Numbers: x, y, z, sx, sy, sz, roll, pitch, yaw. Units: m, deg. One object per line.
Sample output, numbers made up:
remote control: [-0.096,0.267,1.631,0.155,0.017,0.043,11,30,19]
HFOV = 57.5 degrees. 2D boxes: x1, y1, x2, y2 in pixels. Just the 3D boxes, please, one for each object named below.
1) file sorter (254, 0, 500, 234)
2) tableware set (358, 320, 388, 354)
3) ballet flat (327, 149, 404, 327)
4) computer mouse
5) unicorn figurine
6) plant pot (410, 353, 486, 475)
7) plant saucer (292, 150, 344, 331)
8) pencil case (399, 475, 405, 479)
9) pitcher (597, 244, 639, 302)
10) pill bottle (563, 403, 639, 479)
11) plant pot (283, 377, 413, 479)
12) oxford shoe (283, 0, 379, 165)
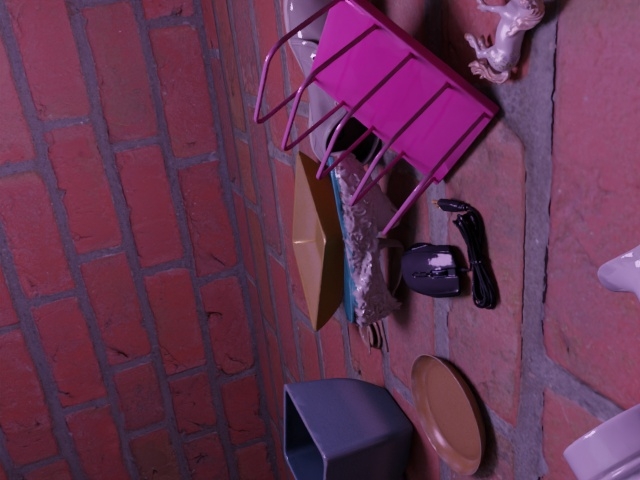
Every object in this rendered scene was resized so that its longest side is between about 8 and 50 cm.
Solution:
file sorter: [0.064,-0.181,0.873,0.291,0.182,0.202,41,154,6]
tableware set: [0.101,0.173,1.413,0.128,0.039,0.194,-175,72,-70]
ballet flat: [0.096,-0.006,1.155,0.147,0.147,0.408,-130,25,-51]
computer mouse: [0.194,0.019,1.015,0.262,0.060,0.184,-167,63,-68]
unicorn figurine: [0.232,-0.268,0.727,0.111,0.060,0.162,58,170,41]
plant pot: [0.248,0.331,1.129,0.236,0.032,0.236,166,90,-70]
plant saucer: [0.000,0.000,1.448,0.332,0.081,0.332,97,163,-44]
pencil case: [0.177,0.667,1.466,0.104,0.104,0.236,168,89,-71]
pitcher: [0.358,0.060,0.500,0.207,0.126,0.177,-100,26,-46]
pill bottle: [0.376,0.304,0.558,0.160,0.160,0.283,100,149,-50]
plant pot: [0.071,0.474,1.377,0.247,0.252,0.247,-133,38,-53]
oxford shoe: [0.038,-0.313,1.064,0.130,0.169,0.449,-122,18,-48]
